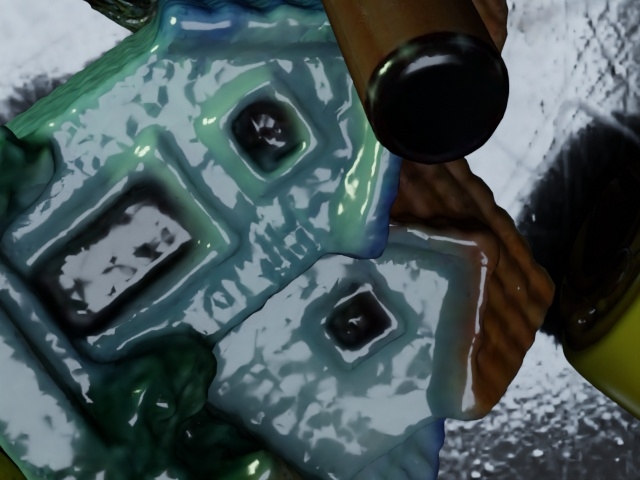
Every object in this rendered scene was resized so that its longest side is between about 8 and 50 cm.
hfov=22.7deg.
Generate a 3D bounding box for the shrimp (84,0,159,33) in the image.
[{"bbox_3d":[-0.104,-0.158,0.839,0.161,0.034,0.091,18,98,-8],"label":"shrimp"}]

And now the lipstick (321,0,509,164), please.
[{"bbox_3d":[0.010,-0.152,0.696,0.057,0.357,0.057,-7,128,-9],"label":"lipstick"}]

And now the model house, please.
[{"bbox_3d":[0.000,0.000,0.778,0.329,0.252,0.295,-36,100,-5],"label":"model house"}]

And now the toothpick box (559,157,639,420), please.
[{"bbox_3d":[0.264,0.060,0.838,0.271,0.175,0.175,28,96,-6],"label":"toothpick box"}]

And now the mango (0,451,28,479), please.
[{"bbox_3d":[-0.282,0.145,0.811,0.329,0.176,0.176,12,142,-7],"label":"mango"}]
